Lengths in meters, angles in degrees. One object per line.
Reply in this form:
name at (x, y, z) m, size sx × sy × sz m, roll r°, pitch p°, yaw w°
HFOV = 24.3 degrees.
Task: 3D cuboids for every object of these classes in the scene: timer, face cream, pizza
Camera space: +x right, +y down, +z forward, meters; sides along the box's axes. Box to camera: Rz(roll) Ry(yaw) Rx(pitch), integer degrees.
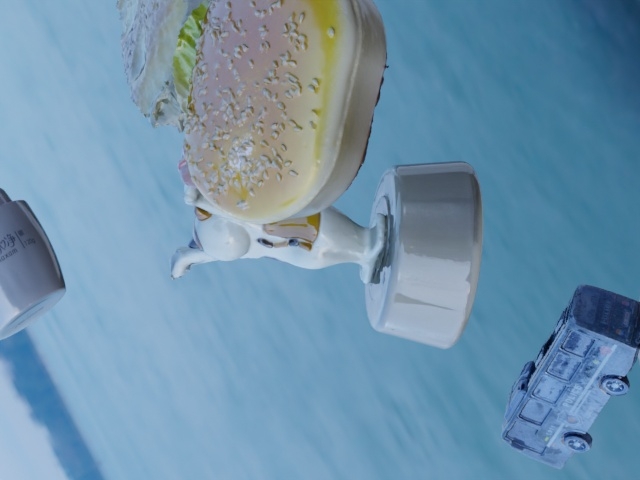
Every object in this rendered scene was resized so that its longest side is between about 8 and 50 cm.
timer at (0.000, 0.000, 1.359) m, size 0.175 × 0.266 × 0.175 m, roll -174°, pitch 90°, yaw -82°
face cream at (-0.236, 0.017, 1.072) m, size 0.095 × 0.091 × 0.091 m, roll 53°, pitch 167°, yaw 6°
pizza at (-0.130, -0.334, 1.534) m, size 0.406 × 0.130 × 0.439 m, roll -158°, pitch 78°, yaw -68°

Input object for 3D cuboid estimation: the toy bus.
toy bus at (0.177, 0.098, 1.042) m, size 0.065 × 0.047 × 0.166 m, roll 21°, pitch 140°, yaw 1°

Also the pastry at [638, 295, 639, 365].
pastry at (0.431, 0.067, 1.367) m, size 0.184 × 0.315 × 0.284 m, roll -11°, pitch 128°, yaw 47°

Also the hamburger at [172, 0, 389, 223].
hamburger at (-0.037, -0.117, 1.140) m, size 0.173 × 0.116 × 0.210 m, roll 19°, pitch 96°, yaw 50°
